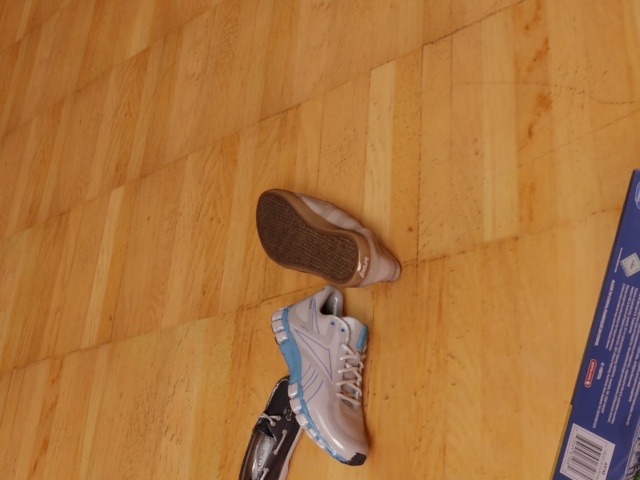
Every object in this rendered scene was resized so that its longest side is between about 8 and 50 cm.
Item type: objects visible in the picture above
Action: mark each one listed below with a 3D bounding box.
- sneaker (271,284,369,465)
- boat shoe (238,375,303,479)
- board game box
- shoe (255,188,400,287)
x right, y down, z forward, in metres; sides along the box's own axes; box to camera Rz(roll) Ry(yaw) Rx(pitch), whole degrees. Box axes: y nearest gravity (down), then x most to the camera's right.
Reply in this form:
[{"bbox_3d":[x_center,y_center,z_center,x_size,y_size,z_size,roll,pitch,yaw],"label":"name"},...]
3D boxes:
[{"bbox_3d":[0.014,0.114,0.782,0.083,0.071,0.190,-39,46,17],"label":"sneaker"},{"bbox_3d":[-0.048,0.190,0.825,0.046,0.038,0.125,7,74,47],"label":"boat shoe"},{"bbox_3d":[0.236,0.062,0.514,0.060,0.194,0.194,23,107,46],"label":"board game box"},{"bbox_3d":[0.000,0.000,0.871,0.219,0.058,0.076,31,113,53],"label":"shoe"}]
